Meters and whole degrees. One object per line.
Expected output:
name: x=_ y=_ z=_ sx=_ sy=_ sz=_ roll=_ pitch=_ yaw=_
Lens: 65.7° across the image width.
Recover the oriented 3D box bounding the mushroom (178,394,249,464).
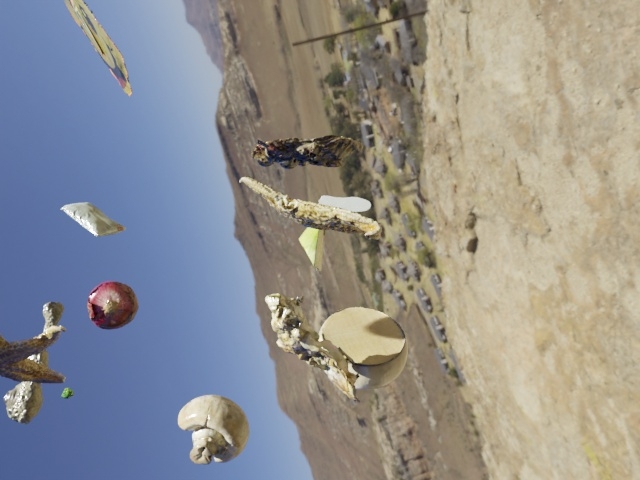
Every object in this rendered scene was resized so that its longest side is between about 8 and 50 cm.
mushroom: x=-0.347 y=0.637 z=1.678 sx=0.253 sy=0.189 sz=0.195 roll=47 pitch=-160 yaw=-13

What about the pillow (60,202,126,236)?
pillow: x=-0.852 y=-0.080 z=1.861 sx=0.229 sy=0.128 sz=0.050 roll=30 pitch=116 yaw=21

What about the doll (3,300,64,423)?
doll: x=-0.706 y=0.309 z=1.230 sx=0.091 sy=0.286 sz=0.202 roll=17 pitch=-154 yaw=-38

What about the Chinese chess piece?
Chinese chess piece: x=0.114 y=0.290 z=1.363 sx=0.249 sy=0.250 sz=0.103 roll=-114 pitch=23 yaw=-53

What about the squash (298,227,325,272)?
squash: x=0.000 y=0.000 z=1.939 sx=0.204 sy=0.155 sz=0.237 roll=57 pitch=177 yaw=12

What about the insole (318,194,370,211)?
insole: x=0.091 y=-0.137 z=1.853 sx=0.004 sy=0.197 sz=0.065 roll=102 pitch=171 yaw=-62

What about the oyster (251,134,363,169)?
oyster: x=-0.046 y=-0.280 z=1.620 sx=0.221 sy=0.361 sz=0.096 roll=-102 pitch=9 yaw=-84

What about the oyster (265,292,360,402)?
oyster: x=-0.025 y=0.240 z=1.116 sx=0.354 sy=0.107 sz=0.201 roll=55 pitch=-179 yaw=-26

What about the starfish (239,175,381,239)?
starfish: x=-0.003 y=-0.067 z=1.307 sx=0.324 sy=0.432 sz=0.082 roll=20 pitch=-92 yaw=-67

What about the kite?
kite: x=-0.494 y=-0.459 z=1.055 sx=0.377 sy=0.013 sz=0.327 roll=39 pitch=158 yaw=45

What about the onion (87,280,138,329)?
onion: x=-0.646 y=0.197 z=1.543 sx=0.140 sy=0.150 sz=0.150 roll=3 pitch=112 yaw=68

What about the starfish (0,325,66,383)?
starfish: x=-0.571 y=0.208 z=0.860 sx=0.236 sy=0.277 sz=0.062 roll=47 pitch=-168 yaw=-40

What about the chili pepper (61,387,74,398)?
chili pepper: x=-0.852 y=0.514 z=1.668 sx=0.091 sy=0.034 sz=0.030 roll=-14 pitch=84 yaw=57
